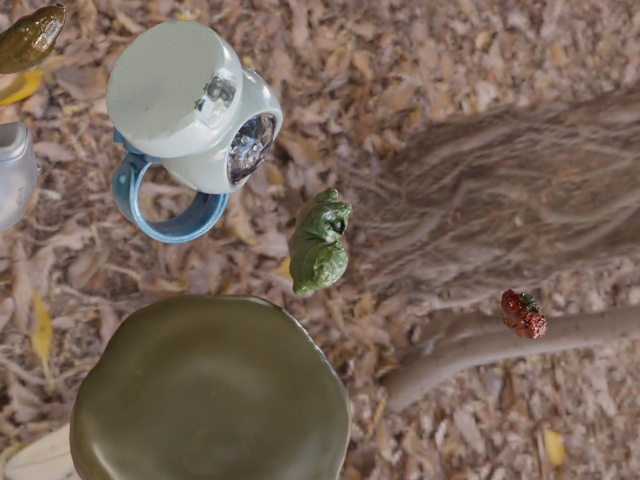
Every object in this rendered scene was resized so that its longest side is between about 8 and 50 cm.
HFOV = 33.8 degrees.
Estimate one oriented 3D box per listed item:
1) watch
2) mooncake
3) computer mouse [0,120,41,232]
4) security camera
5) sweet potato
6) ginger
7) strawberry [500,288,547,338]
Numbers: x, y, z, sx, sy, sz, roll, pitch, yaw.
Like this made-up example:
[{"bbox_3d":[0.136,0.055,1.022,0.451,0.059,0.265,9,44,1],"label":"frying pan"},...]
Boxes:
[{"bbox_3d":[-0.229,-0.102,1.673,0.211,0.210,0.193,-39,130,-54],"label":"watch"},{"bbox_3d":[-0.187,0.321,1.791,0.466,0.262,0.467,5,66,-11],"label":"mooncake"},{"bbox_3d":[-0.572,-0.109,1.893,0.297,0.121,0.184,-53,153,-71],"label":"computer mouse"},{"bbox_3d":[-0.160,-0.170,1.463,0.236,0.194,0.195,45,43,-58],"label":"security camera"},{"bbox_3d":[-0.349,-0.211,1.168,0.054,0.182,0.053,62,38,-25],"label":"sweet potato"},{"bbox_3d":[-0.001,-0.003,1.859,0.089,0.137,0.290,54,24,-22],"label":"ginger"},{"bbox_3d":[0.361,0.140,1.921,0.048,0.152,0.104,-37,84,-18],"label":"strawberry"}]
